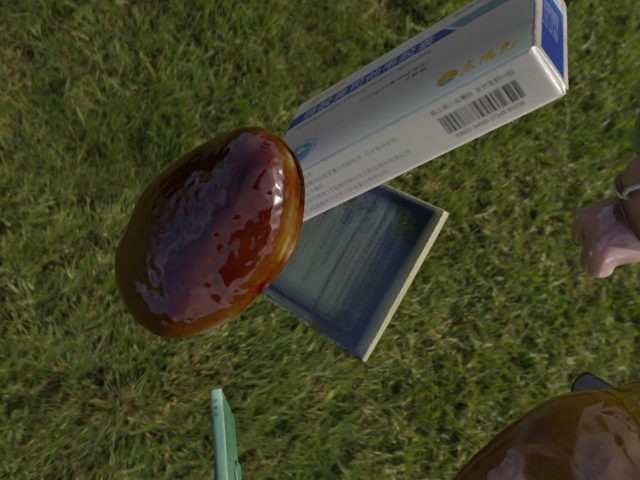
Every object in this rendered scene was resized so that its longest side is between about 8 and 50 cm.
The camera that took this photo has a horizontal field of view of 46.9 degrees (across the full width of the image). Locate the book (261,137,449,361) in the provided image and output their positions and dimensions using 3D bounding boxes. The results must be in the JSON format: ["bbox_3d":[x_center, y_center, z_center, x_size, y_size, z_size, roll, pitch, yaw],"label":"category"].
[{"bbox_3d":[0.000,0.000,1.048,0.322,0.018,0.228,30,91,37],"label":"book"}]

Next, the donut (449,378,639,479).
[{"bbox_3d":[0.143,0.199,0.268,0.317,0.150,0.299,-14,50,12],"label":"donut"}]

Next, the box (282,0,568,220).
[{"bbox_3d":[0.095,-0.152,0.805,0.065,0.343,0.200,48,38,-24],"label":"box"}]

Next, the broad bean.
[{"bbox_3d":[-0.079,-0.005,0.527,0.165,0.084,0.114,-41,71,7],"label":"broad bean"}]

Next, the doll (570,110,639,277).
[{"bbox_3d":[0.558,-0.064,1.240,0.217,0.268,0.284,-10,55,2],"label":"doll"}]

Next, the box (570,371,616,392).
[{"bbox_3d":[0.421,0.373,0.886,0.204,0.345,0.251,-42,128,-13],"label":"box"}]

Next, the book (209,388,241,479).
[{"bbox_3d":[-0.099,0.239,0.786,0.017,0.103,0.135,-8,58,-2],"label":"book"}]
